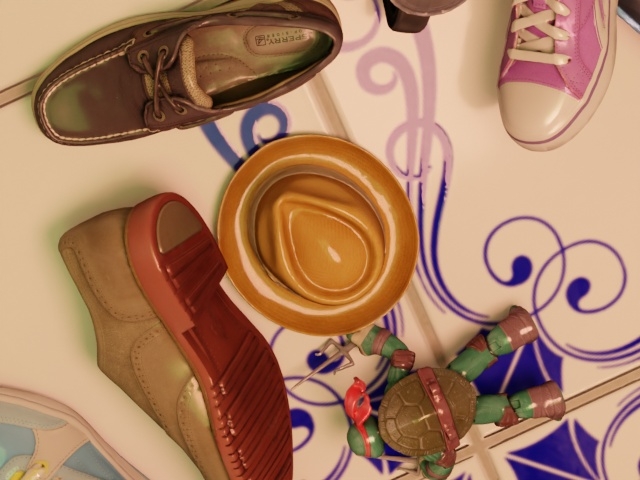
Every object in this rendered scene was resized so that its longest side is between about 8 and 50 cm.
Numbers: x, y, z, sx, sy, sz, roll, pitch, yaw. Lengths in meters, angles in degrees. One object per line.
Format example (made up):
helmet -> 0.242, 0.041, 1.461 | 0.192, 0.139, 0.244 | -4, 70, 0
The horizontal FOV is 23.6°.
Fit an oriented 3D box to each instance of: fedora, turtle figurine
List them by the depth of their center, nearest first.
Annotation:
fedora -> 0.000, 0.000, 1.382 | 0.194, 0.079, 0.194 | -1, 98, -5
turtle figurine -> 0.102, 0.154, 1.428 | 0.234, 0.118, 0.175 | -20, 106, -7

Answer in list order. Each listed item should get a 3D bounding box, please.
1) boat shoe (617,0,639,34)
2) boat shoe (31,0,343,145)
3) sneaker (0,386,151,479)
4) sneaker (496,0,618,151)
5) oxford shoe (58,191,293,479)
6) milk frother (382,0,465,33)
boat shoe -> 0.361, -0.179, 1.368 | 0.258, 0.109, 0.089 | 36, 109, -16
boat shoe -> -0.115, -0.149, 1.331 | 0.285, 0.092, 0.103 | -15, 106, -2
sneaker -> -0.222, 0.258, 1.364 | 0.319, 0.208, 0.127 | 33, 100, -13
sneaker -> 0.186, -0.226, 1.290 | 0.161, 0.102, 0.282 | 22, 80, -54
oxford shoe -> -0.126, 0.119, 1.408 | 0.130, 0.123, 0.348 | -10, 111, 27
milk frother -> 0.114, -0.252, 1.308 | 0.143, 0.135, 0.129 | -10, 136, -1
